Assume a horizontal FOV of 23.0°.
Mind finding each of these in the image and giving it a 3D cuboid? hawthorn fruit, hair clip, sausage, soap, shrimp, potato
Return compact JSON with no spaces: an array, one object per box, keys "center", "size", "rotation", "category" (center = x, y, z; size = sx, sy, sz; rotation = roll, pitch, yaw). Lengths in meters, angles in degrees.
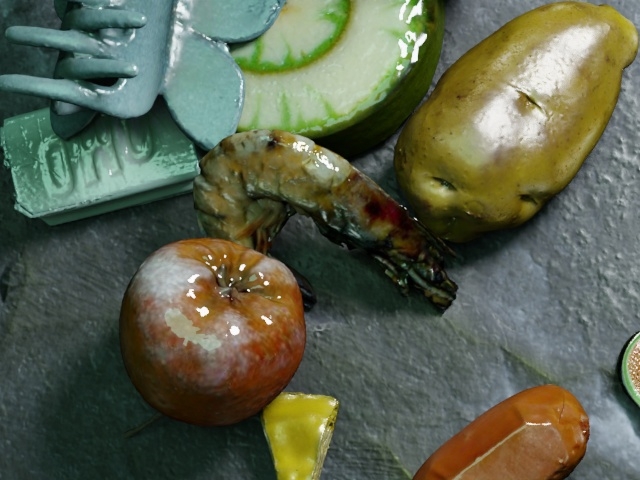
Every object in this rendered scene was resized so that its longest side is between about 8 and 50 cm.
[{"center":[-0.129,0.117,1.946],"size":[0.235,0.263,0.231],"rotation":[11,63,14],"category":"hawthorn fruit"},{"center":[-0.244,-0.289,1.934],"size":[0.392,0.238,0.318],"rotation":[8,83,19],"category":"hair clip"},{"center":[0.210,0.274,1.893],"size":[0.258,0.133,0.133],"rotation":[-39,74,1],"category":"sausage"},{"center":[-0.285,-0.118,2.088],"size":[0.261,0.094,0.150],"rotation":[-14,75,6],"category":"soap"},{"center":[0.000,0.000,1.989],"size":[0.365,0.071,0.233],"rotation":[36,123,-13],"category":"shrimp"},{"center":[0.249,-0.159,1.975],"size":[0.369,0.176,0.195],"rotation":[-48,47,-7],"category":"potato"}]

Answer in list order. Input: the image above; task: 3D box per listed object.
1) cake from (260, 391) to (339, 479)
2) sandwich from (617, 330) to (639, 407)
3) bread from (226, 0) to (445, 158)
[{"center":[-0.048,0.272,1.966],"size":[0.116,0.080,0.185],"rotation":[18,85,11],"category":"cake"},{"center":[0.403,0.169,1.937],"size":[0.069,0.026,0.101],"rotation":[-40,77,-5],"category":"sandwich"},{"center":[-0.026,-0.281,2.062],"size":[0.366,0.129,0.382],"rotation":[40,87,19],"category":"bread"}]
